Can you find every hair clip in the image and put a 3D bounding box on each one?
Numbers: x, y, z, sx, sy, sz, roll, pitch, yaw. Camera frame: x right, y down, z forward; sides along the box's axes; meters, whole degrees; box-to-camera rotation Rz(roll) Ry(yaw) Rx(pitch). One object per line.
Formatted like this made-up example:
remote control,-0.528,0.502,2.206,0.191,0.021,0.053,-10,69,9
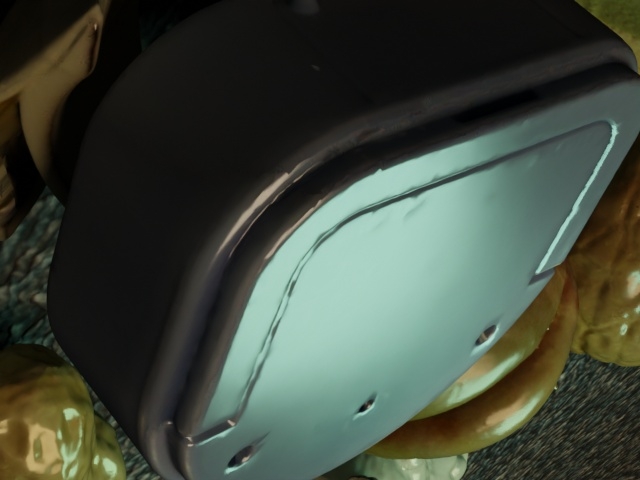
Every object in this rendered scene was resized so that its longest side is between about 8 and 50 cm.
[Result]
hair clip,-0.152,-0.096,0.836,0.282,0.113,0.172,100,8,-52

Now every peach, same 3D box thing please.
peach,0.090,0.068,1.285,0.292,0.247,0.292,-12,129,-15

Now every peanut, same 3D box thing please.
peanut,-0.248,0.192,1.201,0.152,0.152,0.313,-28,148,-16

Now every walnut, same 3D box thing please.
walnut,0.324,-0.021,1.400,0.277,0.252,0.313,-16,137,-33

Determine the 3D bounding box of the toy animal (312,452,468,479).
toy animal,0.049,0.324,1.720,0.258,0.194,0.357,-53,158,11

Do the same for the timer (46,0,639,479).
timer,0.000,0.000,0.889,0.395,0.173,0.395,-35,154,-20

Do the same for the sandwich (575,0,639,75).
sandwich,0.288,-0.217,1.217,0.186,0.220,0.108,-61,174,-46
